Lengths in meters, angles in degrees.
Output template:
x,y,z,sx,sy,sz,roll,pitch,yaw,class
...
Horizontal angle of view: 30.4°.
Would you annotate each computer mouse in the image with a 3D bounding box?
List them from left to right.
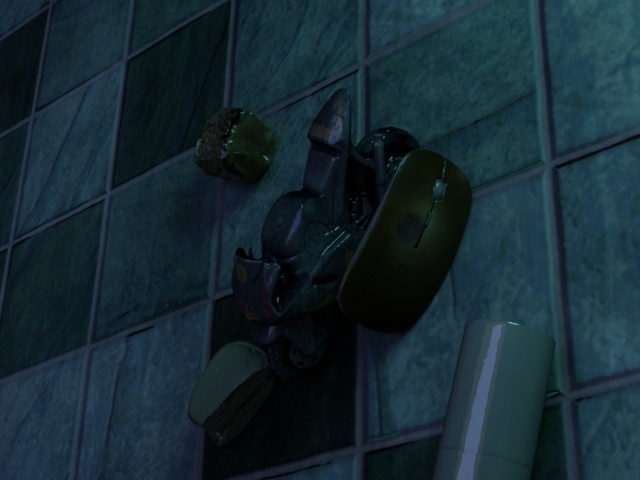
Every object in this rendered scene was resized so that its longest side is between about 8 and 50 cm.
x,y,z,sx,sy,sz,roll,pitch,yaw,class
0.091,0.002,1.235,0.199,0.102,0.045,-62,24,-3,computer mouse

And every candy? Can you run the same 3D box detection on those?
x,y,z,sx,sy,sz,roll,pitch,yaw,class
-0.112,-0.125,1.528,0.110,0.085,0.095,4,61,51,candy

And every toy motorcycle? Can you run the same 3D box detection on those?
x,y,z,sx,sy,sz,roll,pitch,yaw,class
0.000,0.000,1.270,0.108,0.173,0.307,25,89,51,toy motorcycle

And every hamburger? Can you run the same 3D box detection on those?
x,y,z,sx,sy,sz,roll,pitch,yaw,class
-0.105,0.168,1.379,0.121,0.054,0.084,-49,37,10,hamburger

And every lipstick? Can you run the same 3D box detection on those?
x,y,z,sx,sy,sz,roll,pitch,yaw,class
0.139,0.238,1.055,0.087,0.087,0.327,-3,66,45,lipstick
